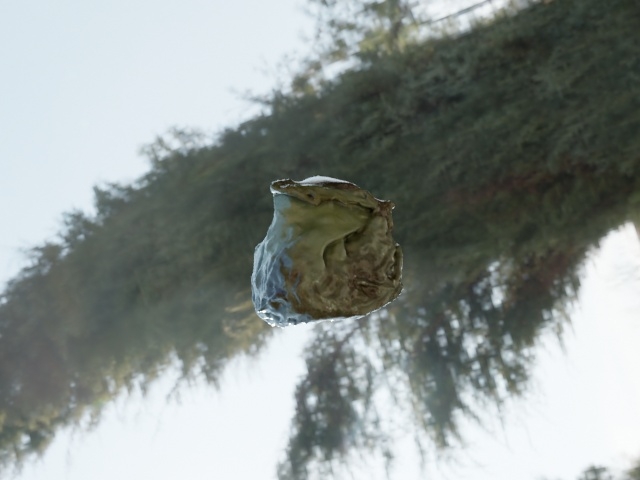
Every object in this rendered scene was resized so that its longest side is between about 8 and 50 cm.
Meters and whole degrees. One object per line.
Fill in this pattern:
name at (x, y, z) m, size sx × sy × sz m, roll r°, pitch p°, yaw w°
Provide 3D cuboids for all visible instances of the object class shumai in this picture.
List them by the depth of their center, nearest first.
shumai at (-0.001, 0.002, 1.038) m, size 0.184 × 0.184 × 0.142 m, roll -46°, pitch -54°, yaw -64°
